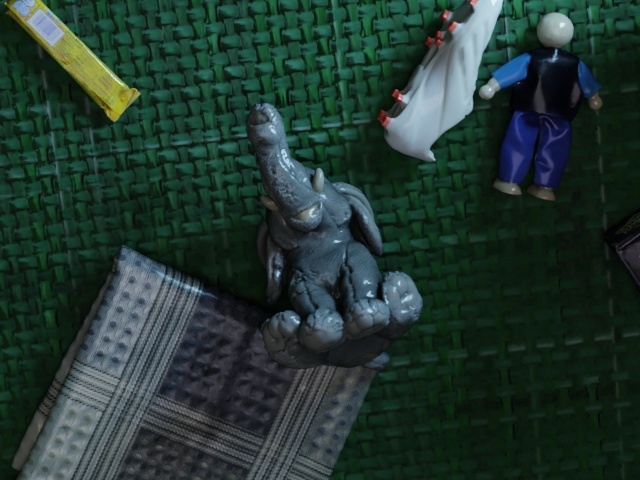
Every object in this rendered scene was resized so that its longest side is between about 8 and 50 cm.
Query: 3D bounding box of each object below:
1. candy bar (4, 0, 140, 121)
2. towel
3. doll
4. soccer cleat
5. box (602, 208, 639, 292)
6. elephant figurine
[{"bbox_3d":[-0.251,-0.189,1.836,0.040,0.018,0.161,-44,102,2],"label":"candy bar"},{"bbox_3d":[-0.140,0.207,1.927,0.312,0.056,0.324,24,97,-13],"label":"towel"},{"bbox_3d":[0.223,-0.140,1.873,0.129,0.046,0.189,10,102,-8],"label":"doll"},{"bbox_3d":[0.135,-0.170,1.852,0.076,0.068,0.196,30,106,-15],"label":"soccer cleat"},{"bbox_3d":[0.498,0.033,1.924,0.293,0.073,0.295,-34,103,2],"label":"box"},{"bbox_3d":[0.000,0.000,1.840,0.169,0.186,0.239,-7,67,-34],"label":"elephant figurine"}]
